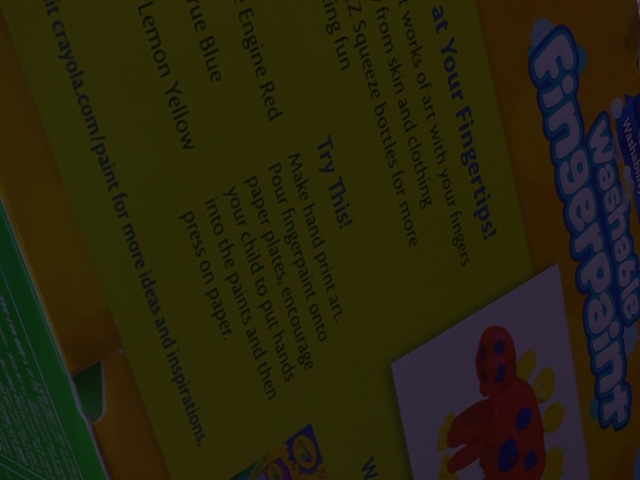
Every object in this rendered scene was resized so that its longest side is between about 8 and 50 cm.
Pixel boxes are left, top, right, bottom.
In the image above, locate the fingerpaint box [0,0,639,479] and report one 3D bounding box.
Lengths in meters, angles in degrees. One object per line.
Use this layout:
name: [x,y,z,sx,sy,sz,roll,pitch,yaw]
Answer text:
fingerpaint box: [0.000,0.000,0.635,0.371,0.445,0.163,-32,28,-33]
